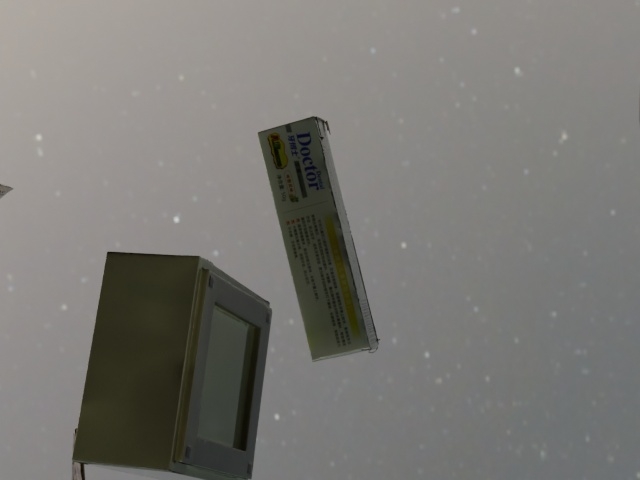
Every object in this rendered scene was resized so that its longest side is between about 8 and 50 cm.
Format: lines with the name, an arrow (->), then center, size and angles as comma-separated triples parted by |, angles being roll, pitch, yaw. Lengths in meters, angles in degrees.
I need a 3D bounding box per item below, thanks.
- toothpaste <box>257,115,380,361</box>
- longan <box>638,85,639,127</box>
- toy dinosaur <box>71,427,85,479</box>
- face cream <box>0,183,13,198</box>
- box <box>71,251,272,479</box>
toothpaste -> 0.000, 0.000, 0.845 | 0.046, 0.164, 0.034 | -15, 177, 14
longan -> 0.507, -0.152, 1.228 | 0.404, 0.404, 0.336 | -6, -161, 7
toy dinosaur -> -0.384, 0.364, 1.438 | 0.327, 0.113, 0.206 | -40, -175, -3
face cream -> -0.307, -0.042, 1.135 | 0.038, 0.020, 0.115 | 16, 163, -20
box -> -0.150, 0.148, 1.379 | 0.117, 0.225, 0.225 | 2, -104, 19
